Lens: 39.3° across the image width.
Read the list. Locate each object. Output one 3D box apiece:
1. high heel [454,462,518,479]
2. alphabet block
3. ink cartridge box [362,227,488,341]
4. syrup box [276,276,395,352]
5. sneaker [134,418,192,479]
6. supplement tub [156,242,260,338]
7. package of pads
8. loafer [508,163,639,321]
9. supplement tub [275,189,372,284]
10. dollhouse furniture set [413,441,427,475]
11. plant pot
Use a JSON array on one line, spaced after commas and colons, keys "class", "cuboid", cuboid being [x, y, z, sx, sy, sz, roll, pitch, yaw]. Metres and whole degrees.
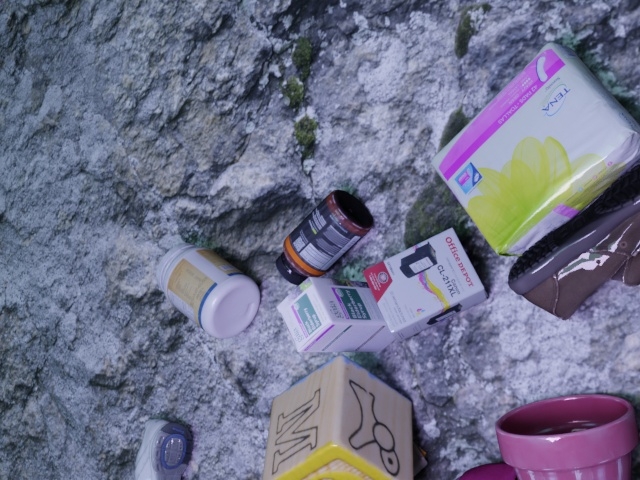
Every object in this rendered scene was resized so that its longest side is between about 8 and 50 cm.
[{"class": "high heel", "cuboid": [0.289, 0.548, 1.411, 0.181, 0.127, 0.377, -27, 72, 27]}, {"class": "alphabet block", "cuboid": [0.033, 0.353, 1.551, 0.193, 0.192, 0.197, -40, 26, 31]}, {"class": "ink cartridge box", "cuboid": [0.180, 0.075, 1.538, 0.175, 0.072, 0.127, -27, 66, 5]}, {"class": "syrup box", "cuboid": [0.046, 0.134, 1.581, 0.096, 0.237, 0.093, -43, 59, 27]}, {"class": "sneaker", "cuboid": [-0.360, 0.533, 1.974, 0.129, 0.111, 0.297, 13, 89, 55]}, {"class": "supplement tub", "cuboid": [-0.238, 0.101, 1.880, 0.200, 0.144, 0.144, 33, 105, 38]}, {"class": "package of pads", "cuboid": [0.351, -0.138, 1.451, 0.296, 0.101, 0.229, -47, 58, 26]}, {"class": "loafer", "cuboid": [0.460, -0.006, 1.352, 0.366, 0.134, 0.130, -38, 99, 28]}, {"class": "supplement tub", "cuboid": [0.000, 0.000, 1.722, 0.198, 0.106, 0.106, -44, 60, 27]}, {"class": "dollhouse furniture set", "cuboid": [0.131, 0.422, 1.616, 0.152, 0.058, 0.076, -45, 49, 4]}, {"class": "plant pot", "cuboid": [0.375, 0.342, 1.327, 0.201, 0.201, 0.180, -9, 94, 39]}]
